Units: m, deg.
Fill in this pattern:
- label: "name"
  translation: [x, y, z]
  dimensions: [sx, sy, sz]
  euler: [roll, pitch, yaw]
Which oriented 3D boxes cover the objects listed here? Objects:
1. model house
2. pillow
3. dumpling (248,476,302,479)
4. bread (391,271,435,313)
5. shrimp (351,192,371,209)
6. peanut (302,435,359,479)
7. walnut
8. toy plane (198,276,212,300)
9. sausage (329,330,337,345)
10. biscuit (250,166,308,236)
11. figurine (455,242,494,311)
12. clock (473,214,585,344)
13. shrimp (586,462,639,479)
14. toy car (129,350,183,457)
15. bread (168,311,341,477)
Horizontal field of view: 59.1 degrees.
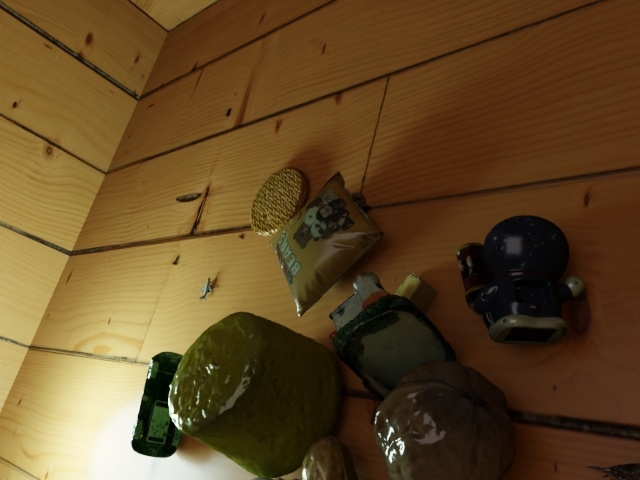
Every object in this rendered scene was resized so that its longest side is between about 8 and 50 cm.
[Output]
- label: "model house"
  translation: [0.123, 0.181, 1.211]
  dimensions: [0.184, 0.253, 0.291]
  euler: [-44, 29, 5]
- label: "pillow"
  translation: [0.000, 0.000, 1.530]
  dimensions: [0.312, 0.119, 0.310]
  euler: [-46, 44, 16]
- label: "dumpling"
  translation: [-0.164, 0.627, 1.191]
  dimensions: [0.187, 0.243, 0.318]
  euler: [37, 106, 21]
- label: "bread"
  translation: [0.198, 0.110, 1.284]
  dimensions: [0.084, 0.080, 0.109]
  euler: [-55, 41, -1]
- label: "shrimp"
  translation: [0.104, -0.109, 1.576]
  dimensions: [0.108, 0.023, 0.059]
  euler: [7, 62, 47]
- label: "peanut"
  translation: [0.045, 0.531, 1.117]
  dimensions: [0.147, 0.147, 0.305]
  euler: [-47, 37, 12]
- label: "walnut"
  translation: [0.215, 0.343, 1.000]
  dimensions: [0.248, 0.248, 0.248]
  euler: [-25, 48, 33]
- label: "toy plane"
  translation: [-0.381, 0.164, 1.888]
  dimensions: [0.078, 0.024, 0.084]
  euler: [-9, 52, 43]
- label: "sausage"
  translation: [0.064, 0.254, 1.355]
  dimensions: [0.050, 0.048, 0.145]
  euler: [-53, 37, -4]
- label: "biscuit"
  translation: [-0.135, -0.125, 1.821]
  dimensions: [0.254, 0.035, 0.254]
  euler: [-27, 47, 33]
- label: "figurine"
  translation: [0.323, 0.075, 1.168]
  dimensions: [0.082, 0.098, 0.154]
  euler: [-26, 46, 28]
- label: "clock"
  translation: [0.392, 0.068, 1.063]
  dimensions: [0.200, 0.146, 0.243]
  euler: [2, 63, 10]
- label: "shrimp"
  translation: [0.482, 0.365, 0.840]
  dimensions: [0.165, 0.056, 0.065]
  euler: [-6, 67, 47]
- label: "toy car"
  translation: [-0.477, 0.491, 1.687]
  dimensions: [0.125, 0.136, 0.306]
  euler: [-43, 35, 50]
- label: "bread"
  translation: [-0.159, 0.351, 1.309]
  dimensions: [0.348, 0.308, 0.348]
  euler: [-26, 47, 32]
